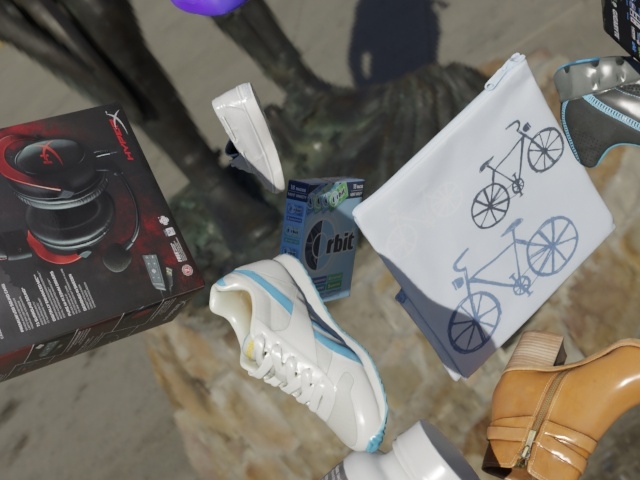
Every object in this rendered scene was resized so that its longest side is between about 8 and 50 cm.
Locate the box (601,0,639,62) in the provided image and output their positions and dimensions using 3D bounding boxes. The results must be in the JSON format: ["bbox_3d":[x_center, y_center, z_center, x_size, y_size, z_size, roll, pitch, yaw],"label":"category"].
[{"bbox_3d":[0.377,-0.213,1.087,0.073,0.295,0.293,-37,59,-3],"label":"box"}]

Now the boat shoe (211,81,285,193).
[{"bbox_3d":[-0.090,-0.120,1.451,0.063,0.184,0.066,-18,57,2],"label":"boat shoe"}]

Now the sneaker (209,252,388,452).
[{"bbox_3d":[-0.020,0.113,1.085,0.092,0.087,0.229,-16,51,-32],"label":"sneaker"}]

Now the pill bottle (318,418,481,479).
[{"bbox_3d":[0.048,0.372,1.438,0.318,0.176,0.176,-42,21,9],"label":"pill bottle"}]

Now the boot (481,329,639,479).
[{"bbox_3d":[0.362,0.239,1.549,0.283,0.109,0.220,9,59,26],"label":"boot"}]

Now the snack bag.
[{"bbox_3d":[0.218,-0.023,1.521,0.323,0.342,0.037,-44,34,-9],"label":"snack bag"}]

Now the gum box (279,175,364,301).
[{"bbox_3d":[0.000,0.000,1.709,0.041,0.184,0.157,13,11,31],"label":"gum box"}]

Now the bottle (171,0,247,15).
[{"bbox_3d":[-0.117,-0.352,1.056,0.092,0.283,0.118,16,47,29],"label":"bottle"}]

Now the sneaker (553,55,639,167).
[{"bbox_3d":[0.464,-0.172,1.408,0.341,0.140,0.125,-6,7,25],"label":"sneaker"}]

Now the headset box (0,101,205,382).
[{"bbox_3d":[-0.293,0.011,1.105,0.293,0.218,0.110,-18,-14,-33],"label":"headset box"}]
